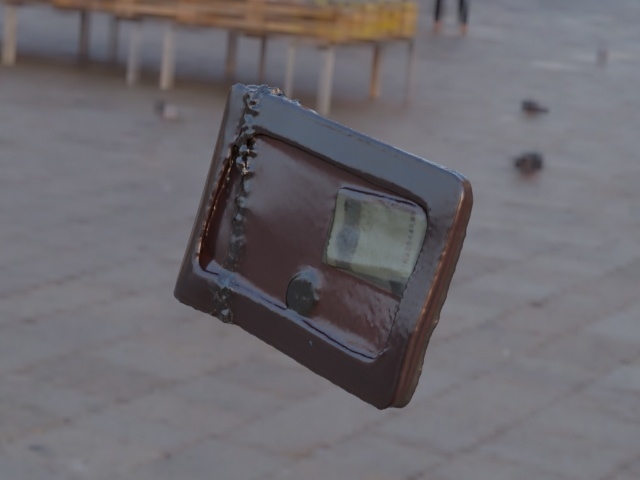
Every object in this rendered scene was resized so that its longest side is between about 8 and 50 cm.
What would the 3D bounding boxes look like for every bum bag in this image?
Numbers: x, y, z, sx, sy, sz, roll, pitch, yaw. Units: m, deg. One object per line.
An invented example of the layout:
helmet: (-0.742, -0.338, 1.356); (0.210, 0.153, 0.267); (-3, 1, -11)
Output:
bum bag: (0.000, 0.000, 0.801); (0.026, 0.109, 0.159); (8, 14, -45)
